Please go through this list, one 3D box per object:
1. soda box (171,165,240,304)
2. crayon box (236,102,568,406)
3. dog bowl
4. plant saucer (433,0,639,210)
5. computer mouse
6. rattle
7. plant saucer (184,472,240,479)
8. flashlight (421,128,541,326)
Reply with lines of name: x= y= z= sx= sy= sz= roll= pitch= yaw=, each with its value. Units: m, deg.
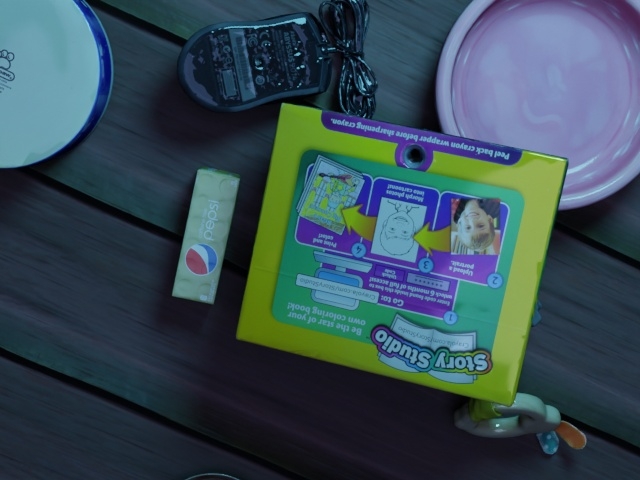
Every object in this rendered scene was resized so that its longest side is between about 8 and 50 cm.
soda box: x=-0.158 y=-0.008 z=1.371 sx=0.061 sy=0.058 sz=0.181 roll=12 pitch=98 yaw=-5
crayon box: x=0.102 y=0.013 z=1.258 sx=0.362 sy=0.106 sz=0.313 roll=13 pitch=98 yaw=12
dog bowl: x=-0.412 y=-0.227 z=1.298 sx=0.264 sy=0.104 sz=0.265 roll=-1 pitch=99 yaw=-4
plant saucer: x=0.317 y=-0.209 z=1.359 sx=0.332 sy=0.084 sz=0.332 roll=-1 pitch=99 yaw=-4
computer mouse: x=-0.063 y=-0.236 z=1.343 sx=0.272 sy=0.072 sz=0.189 roll=-8 pitch=97 yaw=-15
rattle: x=0.291 y=0.227 z=1.450 sx=0.199 sy=0.143 sz=0.130 roll=9 pitch=131 yaw=-20
plant saucer: x=-0.159 y=0.418 z=1.450 sx=0.168 sy=0.029 sz=0.169 roll=0 pitch=99 yaw=-3
flashlight: x=0.193 y=-0.006 z=1.379 sx=0.103 sy=0.103 sz=0.304 roll=-27 pitch=106 yaw=26
